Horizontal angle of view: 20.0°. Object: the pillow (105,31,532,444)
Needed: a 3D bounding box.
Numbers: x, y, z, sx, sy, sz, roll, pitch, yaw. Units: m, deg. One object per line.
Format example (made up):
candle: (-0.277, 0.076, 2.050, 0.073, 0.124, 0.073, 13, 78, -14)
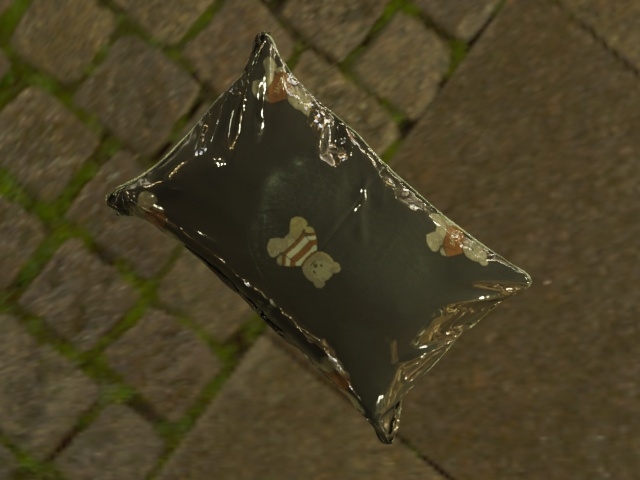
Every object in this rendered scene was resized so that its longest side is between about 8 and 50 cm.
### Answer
pillow: (0.000, 0.000, 0.715, 0.150, 0.048, 0.090, 43, 64, 3)
